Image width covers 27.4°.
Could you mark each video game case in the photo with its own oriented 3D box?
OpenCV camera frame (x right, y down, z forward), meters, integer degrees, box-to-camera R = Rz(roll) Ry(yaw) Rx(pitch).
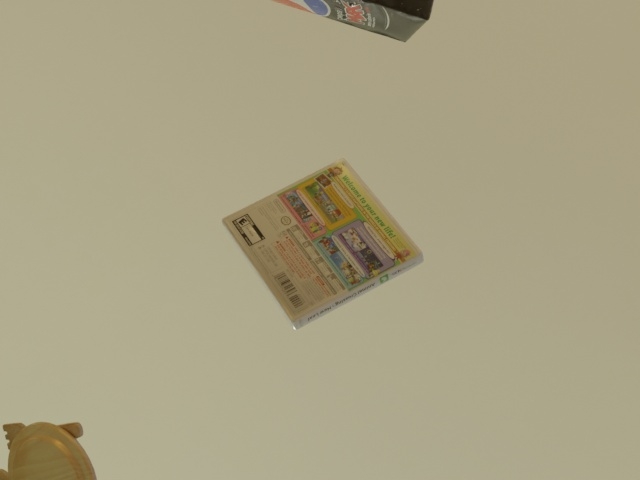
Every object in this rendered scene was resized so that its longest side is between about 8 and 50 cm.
[{"bbox_3d":[0.000,0.000,1.728,0.212,0.193,0.023,53,-15,39],"label":"video game case"}]

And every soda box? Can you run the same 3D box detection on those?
[{"bbox_3d":[-0.010,-0.181,0.829,0.168,0.053,0.060,16,-101,-10],"label":"soda box"}]

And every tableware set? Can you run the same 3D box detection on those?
[{"bbox_3d":[-0.139,0.178,0.687,0.141,0.020,0.169,-30,-98,36],"label":"tableware set"}]
